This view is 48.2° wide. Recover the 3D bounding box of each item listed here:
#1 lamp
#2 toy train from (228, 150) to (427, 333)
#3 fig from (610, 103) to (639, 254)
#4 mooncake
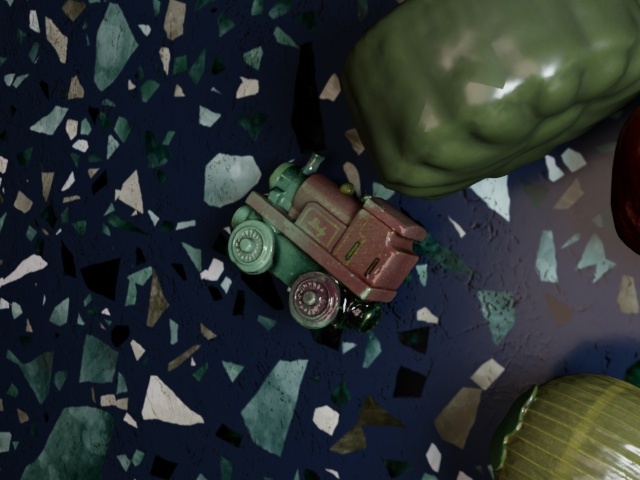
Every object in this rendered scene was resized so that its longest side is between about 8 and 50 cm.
[{"bbox_3d":[0.324,0.306,0.865,0.250,0.250,0.284,23,77,28],"label":"lamp"},{"bbox_3d":[0.000,0.000,1.119,0.304,0.150,0.221,38,102,24],"label":"toy train"},{"bbox_3d":[0.435,-0.070,0.805,0.224,0.224,0.263,-16,64,31],"label":"fig"},{"bbox_3d":[0.211,-0.188,0.847,0.356,0.356,0.194,-26,83,30],"label":"mooncake"}]
